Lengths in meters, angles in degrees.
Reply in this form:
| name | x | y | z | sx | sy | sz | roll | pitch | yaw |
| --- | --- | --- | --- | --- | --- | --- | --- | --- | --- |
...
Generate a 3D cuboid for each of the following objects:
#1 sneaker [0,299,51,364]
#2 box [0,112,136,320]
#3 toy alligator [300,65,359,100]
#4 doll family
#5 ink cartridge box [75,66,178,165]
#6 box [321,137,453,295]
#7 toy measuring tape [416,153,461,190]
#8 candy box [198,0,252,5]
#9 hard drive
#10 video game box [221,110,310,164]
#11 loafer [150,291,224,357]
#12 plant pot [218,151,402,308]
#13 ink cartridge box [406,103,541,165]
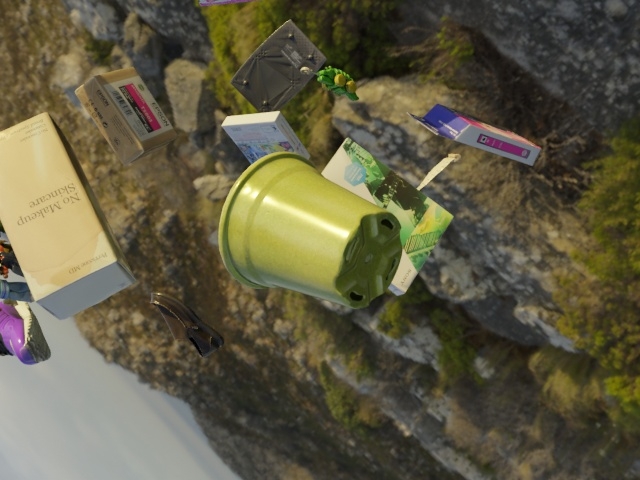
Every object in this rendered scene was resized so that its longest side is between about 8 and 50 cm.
| name | x | y | z | sx | sy | sz | roll | pitch | yaw |
| --- | --- | --- | --- | --- | --- | --- | --- | --- | --- |
| sneaker | -0.692 | 0.217 | 1.484 | 0.293 | 0.146 | 0.102 | 28 | 140 | 57 |
| box | -0.446 | -0.041 | 1.134 | 0.311 | 0.148 | 0.121 | 58 | 169 | 18 |
| toy alligator | 0.028 | -0.390 | 1.613 | 0.189 | 0.051 | 0.056 | 20 | 163 | -41 |
| doll family | -0.551 | 0.032 | 1.157 | 0.111 | 0.076 | 0.193 | 17 | -147 | -48 |
| ink cartridge box | -0.525 | -0.344 | 1.853 | 0.088 | 0.193 | 0.235 | -28 | 101 | 27 |
| box | 0.124 | -0.056 | 1.590 | 0.322 | 0.232 | 0.058 | 36 | 164 | -5 |
| toy measuring tape | 0.264 | -0.081 | 1.763 | 0.121 | 0.330 | 0.121 | 47 | 176 | 5 |
| candy box | -0.199 | -0.660 | 1.561 | 0.159 | 0.233 | 0.071 | 1 | 157 | 15 |
| hard drive | -0.124 | -0.503 | 1.997 | 0.172 | 0.254 | 0.054 | 44 | -171 | -11 |
| video game box | -0.158 | -0.292 | 1.979 | 0.205 | 0.048 | 0.187 | 3 | 143 | 35 |
| loafer | -0.335 | 0.208 | 1.653 | 0.220 | 0.078 | 0.080 | 42 | 160 | -14 |
| plant pot | 0.000 | 0.000 | 1.237 | 0.254 | 0.276 | 0.276 | 23 | 150 | 39 |
| ink cartridge box | 0.440 | -0.310 | 1.930 | 0.176 | 0.370 | 0.069 | 52 | 127 | 52 |
